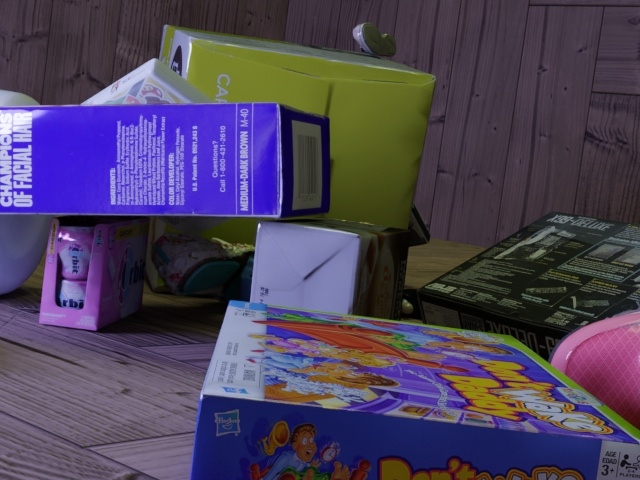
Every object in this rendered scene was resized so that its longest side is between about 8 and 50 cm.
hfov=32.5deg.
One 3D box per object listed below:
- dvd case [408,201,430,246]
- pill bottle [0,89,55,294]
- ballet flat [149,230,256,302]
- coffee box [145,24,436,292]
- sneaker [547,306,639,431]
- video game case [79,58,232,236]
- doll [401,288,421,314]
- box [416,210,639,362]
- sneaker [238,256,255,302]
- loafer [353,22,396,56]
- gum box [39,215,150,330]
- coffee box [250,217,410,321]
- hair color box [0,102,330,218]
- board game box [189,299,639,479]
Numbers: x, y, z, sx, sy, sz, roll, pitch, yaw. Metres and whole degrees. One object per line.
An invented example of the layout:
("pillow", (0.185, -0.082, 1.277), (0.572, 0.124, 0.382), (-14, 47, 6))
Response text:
("dvd case", (0.062, -0.070, 1.871), (0.179, 0.239, 0.029), (-10, 40, 26))
("pill bottle", (-0.524, -0.076, 1.238), (0.407, 0.229, 0.229), (9, 4, 9))
("ballet flat", (-0.128, 0.026, 1.330), (0.077, 0.091, 0.241), (42, 6, 19))
("coffee box", (-0.069, -0.112, 1.575), (0.338, 0.338, 0.334), (7, 12, -16))
("sneaker", (0.331, 0.122, 0.859), (0.314, 0.116, 0.136), (9, 6, 20))
("video game case", (-0.163, -0.092, 1.218), (0.206, 0.026, 0.227), (-22, -45, 40))
("doll", (0.164, 0.087, 1.520), (0.189, 0.046, 0.129), (3, 3, 40))
("box", (0.296, 0.061, 1.206), (0.242, 0.076, 0.307), (-27, 23, -31))
("sneaker", (-0.005, 0.060, 1.353), (0.209, 0.082, 0.069), (7, 2, -33))
("loafer", (0.074, -0.297, 1.652), (0.039, 0.045, 0.125), (-2, -3, 27))
("gum box", (-0.236, 0.028, 1.159), (0.062, 0.107, 0.188), (6, 4, 4))
("coffee box", (0.014, 0.052, 1.063), (0.098, 0.141, 0.246), (7, 5, 14))
("hair color box", (-0.174, -0.075, 1.052), (0.339, 0.110, 0.185), (-1, 2, 14))
("board game box", (0.044, 0.112, 0.713), (0.233, 0.078, 0.347), (7, 4, -3))
